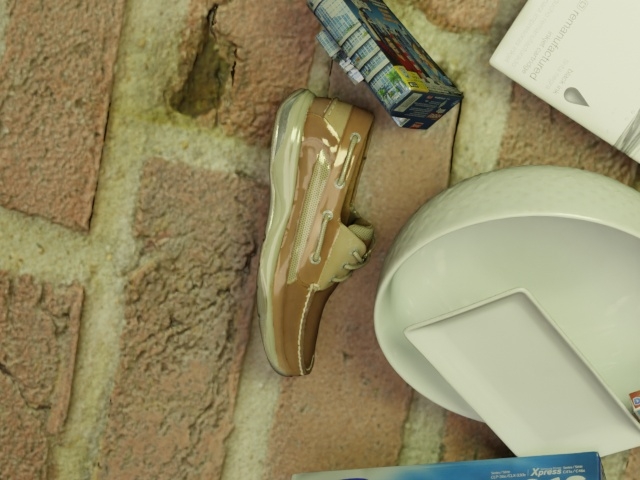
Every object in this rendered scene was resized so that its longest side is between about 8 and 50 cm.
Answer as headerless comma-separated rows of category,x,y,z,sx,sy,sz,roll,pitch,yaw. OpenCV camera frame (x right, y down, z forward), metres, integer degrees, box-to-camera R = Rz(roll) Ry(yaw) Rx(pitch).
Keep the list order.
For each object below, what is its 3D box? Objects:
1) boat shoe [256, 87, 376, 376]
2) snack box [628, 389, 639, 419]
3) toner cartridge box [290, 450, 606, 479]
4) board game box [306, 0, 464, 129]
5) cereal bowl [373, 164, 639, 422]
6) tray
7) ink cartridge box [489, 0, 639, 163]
boat shoe,0.000,0.000,1.722,0.116,0.123,0.324,7,107,8
snack box,0.375,0.186,1.663,0.064,0.178,0.022,-20,62,14
toner cartridge box,0.150,0.320,1.744,0.348,0.075,0.165,-6,135,16
board game box,0.047,-0.210,1.644,0.060,0.194,0.194,-41,78,17
cereal bowl,0.229,0.043,1.639,0.339,0.141,0.339,6,136,6
tray,0.217,0.143,1.621,0.145,0.030,0.270,-23,127,29
ink cartridge box,0.347,-0.193,1.596,0.283,0.117,0.207,34,108,3
